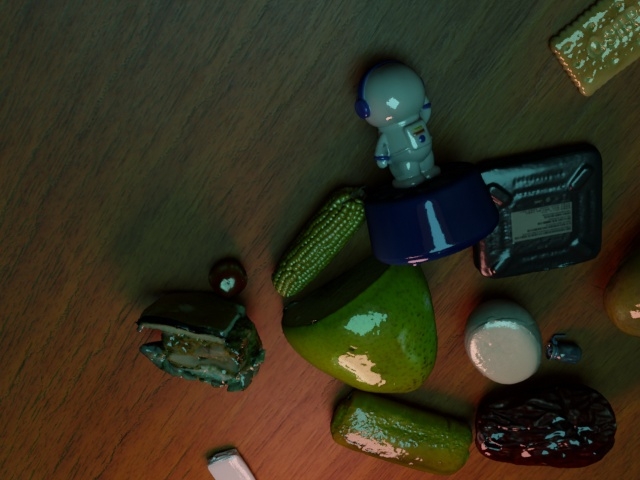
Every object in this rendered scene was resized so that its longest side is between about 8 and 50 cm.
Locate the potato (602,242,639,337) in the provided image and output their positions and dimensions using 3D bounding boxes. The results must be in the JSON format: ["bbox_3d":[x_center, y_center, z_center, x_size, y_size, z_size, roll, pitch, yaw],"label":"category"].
[{"bbox_3d":[0.835,0.079,1.837,0.397,0.290,0.296,-20,161,-36],"label":"potato"}]

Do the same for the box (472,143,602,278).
[{"bbox_3d":[0.478,-0.059,1.773,0.289,0.073,0.289,-10,120,-1],"label":"box"}]

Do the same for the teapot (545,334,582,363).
[{"bbox_3d":[0.604,0.271,1.986,0.083,0.049,0.064,8,118,-10],"label":"teapot"}]

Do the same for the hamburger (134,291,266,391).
[{"bbox_3d":[-0.250,0.216,1.798,0.287,0.192,0.168,12,114,16],"label":"hamburger"}]

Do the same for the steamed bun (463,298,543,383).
[{"bbox_3d":[0.431,0.231,1.898,0.177,0.131,0.228,-21,121,17],"label":"steamed bun"}]

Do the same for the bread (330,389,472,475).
[{"bbox_3d":[0.211,0.499,2.035,0.383,0.112,0.166,20,115,-16],"label":"bread"}]

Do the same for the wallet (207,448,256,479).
[{"bbox_3d":[-0.225,0.623,2.104,0.095,0.033,0.190,-24,120,6],"label":"wallet"}]

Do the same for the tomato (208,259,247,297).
[{"bbox_3d":[-0.204,0.088,1.783,0.087,0.075,0.087,-3,116,-6],"label":"tomato"}]

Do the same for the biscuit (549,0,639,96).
[{"bbox_3d":[0.597,-0.418,1.610,0.249,0.030,0.160,-37,116,14],"label":"biscuit"}]

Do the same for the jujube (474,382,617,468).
[{"bbox_3d":[0.557,0.470,2.019,0.341,0.216,0.216,-6,120,4],"label":"jujube"}]

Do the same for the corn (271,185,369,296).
[{"bbox_3d":[0.000,0.000,1.741,0.101,0.101,0.310,33,111,-22],"label":"corn"}]

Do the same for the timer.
[{"bbox_3d":[0.180,-0.171,1.608,0.270,0.270,0.384,-18,104,4],"label":"timer"}]

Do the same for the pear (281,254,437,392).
[{"bbox_3d":[0.123,0.219,1.803,0.342,0.238,0.318,-33,109,12],"label":"pear"}]
